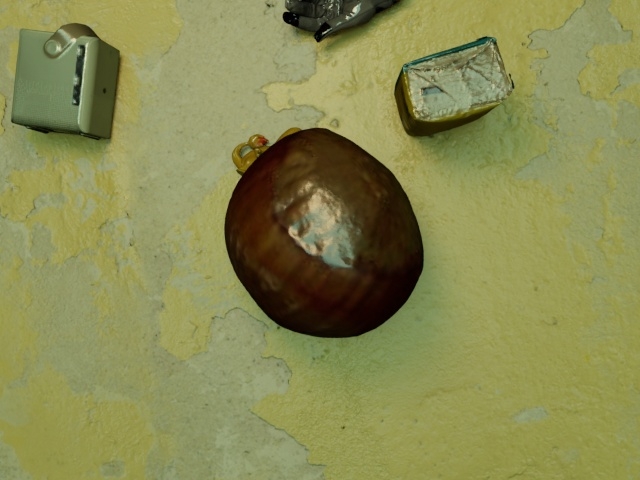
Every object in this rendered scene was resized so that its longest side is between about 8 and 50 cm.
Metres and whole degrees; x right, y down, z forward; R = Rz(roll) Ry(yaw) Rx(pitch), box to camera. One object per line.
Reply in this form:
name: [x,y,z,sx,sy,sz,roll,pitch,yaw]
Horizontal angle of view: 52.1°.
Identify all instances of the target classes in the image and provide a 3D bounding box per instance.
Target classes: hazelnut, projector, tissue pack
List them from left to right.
projector: [-0.551,-0.349,1.429,0.178,0.163,0.242,9,95,4]
hazelnut: [0.000,0.000,1.301,0.421,0.352,0.420,16,128,21]
tissue pack: [0.255,-0.294,1.312,0.193,0.271,0.133,-17,92,5]

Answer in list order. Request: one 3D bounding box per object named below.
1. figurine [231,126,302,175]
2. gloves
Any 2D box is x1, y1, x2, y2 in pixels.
figurine: [-0.113,-0.195,1.436,0.176,0.121,0.122,-32,59,-10]
gloves: [0.057,-0.510,1.407,0.286,0.119,0.142,-13,77,-10]
